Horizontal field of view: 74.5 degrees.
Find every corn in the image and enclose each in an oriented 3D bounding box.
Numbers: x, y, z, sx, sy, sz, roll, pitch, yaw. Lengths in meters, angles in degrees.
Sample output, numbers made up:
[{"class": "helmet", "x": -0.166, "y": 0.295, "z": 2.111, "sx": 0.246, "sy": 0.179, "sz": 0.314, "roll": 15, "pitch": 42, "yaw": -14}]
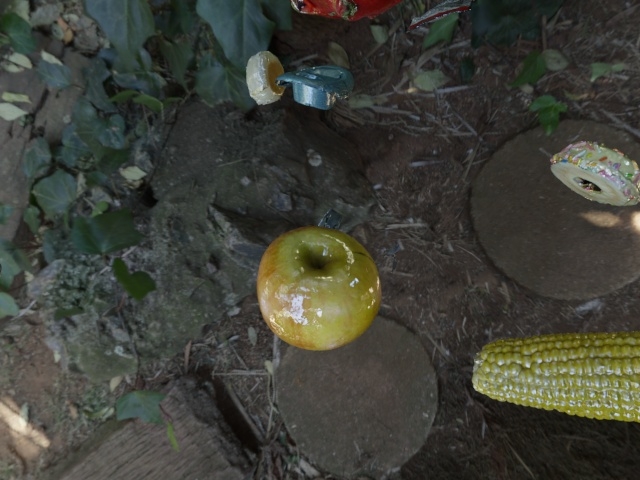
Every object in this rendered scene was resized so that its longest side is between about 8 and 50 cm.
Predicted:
[{"class": "corn", "x": 0.404, "y": 0.199, "z": 0.629, "sx": 0.347, "sy": 0.130, "sz": 0.130, "roll": -10, "pitch": 88, "yaw": 41}]

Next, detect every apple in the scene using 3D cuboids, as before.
[{"class": "apple", "x": -0.004, "y": 0.106, "z": 0.937, "sx": 0.286, "sy": 0.286, "sz": 0.233, "roll": 15, "pitch": 136, "yaw": 14}]

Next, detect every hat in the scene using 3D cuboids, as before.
[{"class": "hat", "x": -0.007, "y": -0.308, "z": 0.867, "sx": 0.138, "sy": 0.191, "sz": 0.077, "roll": 20, "pitch": 125, "yaw": 24}]

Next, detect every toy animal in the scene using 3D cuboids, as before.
[{"class": "toy animal", "x": 0.165, "y": 0.032, "z": 0.997, "sx": 0.050, "sy": 0.028, "sz": 0.084, "roll": 44, "pitch": 140, "yaw": 49}]

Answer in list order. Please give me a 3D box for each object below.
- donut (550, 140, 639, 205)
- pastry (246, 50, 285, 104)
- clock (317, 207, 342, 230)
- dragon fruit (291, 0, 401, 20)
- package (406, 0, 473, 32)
[{"class": "donut", "x": 0.531, "y": -0.130, "z": 0.805, "sx": 0.175, "sy": 0.174, "sz": 0.068, "roll": 36, "pitch": 95, "yaw": 11}, {"class": "pastry", "x": -0.173, "y": -0.512, "z": 1.326, "sx": 0.088, "sy": 0.166, "sz": 0.165, "roll": -1, "pitch": 90, "yaw": 26}, {"class": "clock", "x": 0.000, "y": 0.000, "z": 1.401, "sx": 0.049, "sy": 0.226, "sz": 0.226, "roll": 30, "pitch": 98, "yaw": -7}, {"class": "dragon fruit", "x": 0.024, "y": -0.416, "z": 0.538, "sx": 0.200, "sy": 0.269, "sz": 0.198, "roll": 1, "pitch": 52, "yaw": 31}, {"class": "package", "x": 0.306, "y": -0.580, "z": 1.059, "sx": 0.154, "sy": 0.239, "sz": 0.030, "roll": -9, "pitch": 120, "yaw": 30}]
